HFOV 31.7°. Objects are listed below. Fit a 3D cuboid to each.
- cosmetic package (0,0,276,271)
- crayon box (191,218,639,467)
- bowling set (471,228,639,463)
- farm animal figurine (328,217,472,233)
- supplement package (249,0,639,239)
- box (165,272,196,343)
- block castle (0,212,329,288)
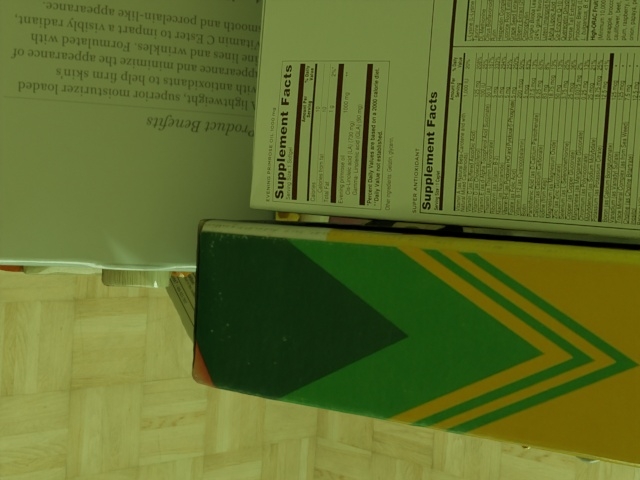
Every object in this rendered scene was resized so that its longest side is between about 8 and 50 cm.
[{"bbox_3d":[-0.112,-0.079,0.611,0.151,0.183,0.151,3,-177,-20],"label":"cosmetic package"},{"bbox_3d":[0.126,0.039,0.505,0.319,0.081,0.202,4,-178,37],"label":"crayon box"},{"bbox_3d":[0.201,-0.010,0.715,0.154,0.286,0.200,1,177,45],"label":"bowling set"},{"bbox_3d":[0.163,-0.068,0.902,0.327,0.172,0.330,4,-139,11],"label":"farm animal figurine"},{"bbox_3d":[0.106,-0.078,0.535,0.203,0.149,0.194,5,-177,29],"label":"supplement package"},{"bbox_3d":[0.000,0.000,1.165,0.121,0.311,0.148,42,-166,-50],"label":"box"},{"bbox_3d":[-0.224,-0.102,1.054,0.453,0.212,0.303,10,-169,37],"label":"block castle"}]
